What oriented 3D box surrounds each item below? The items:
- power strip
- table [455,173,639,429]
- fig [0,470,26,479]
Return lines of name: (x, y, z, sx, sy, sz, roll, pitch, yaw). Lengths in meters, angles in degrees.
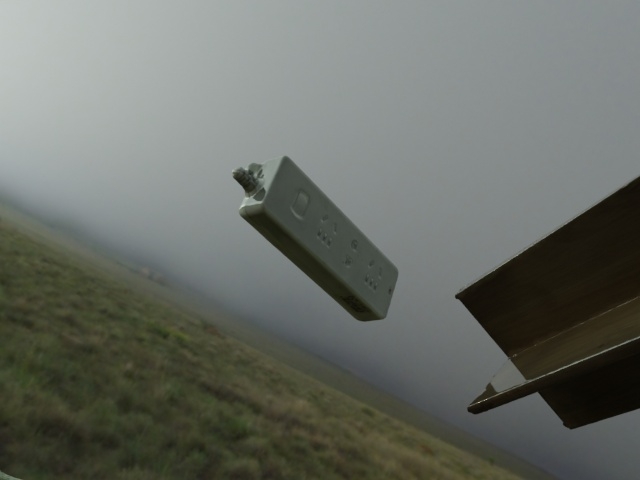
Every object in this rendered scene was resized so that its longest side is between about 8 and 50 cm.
power strip: (0.000, 0.000, 0.928, 0.058, 0.098, 0.338, -10, -43, 43)
table: (0.196, 0.042, 0.421, 0.167, 0.167, 0.227, 29, -37, -12)
fig: (-0.428, 0.338, 0.768, 0.235, 0.203, 0.203, -1, -6, -10)
